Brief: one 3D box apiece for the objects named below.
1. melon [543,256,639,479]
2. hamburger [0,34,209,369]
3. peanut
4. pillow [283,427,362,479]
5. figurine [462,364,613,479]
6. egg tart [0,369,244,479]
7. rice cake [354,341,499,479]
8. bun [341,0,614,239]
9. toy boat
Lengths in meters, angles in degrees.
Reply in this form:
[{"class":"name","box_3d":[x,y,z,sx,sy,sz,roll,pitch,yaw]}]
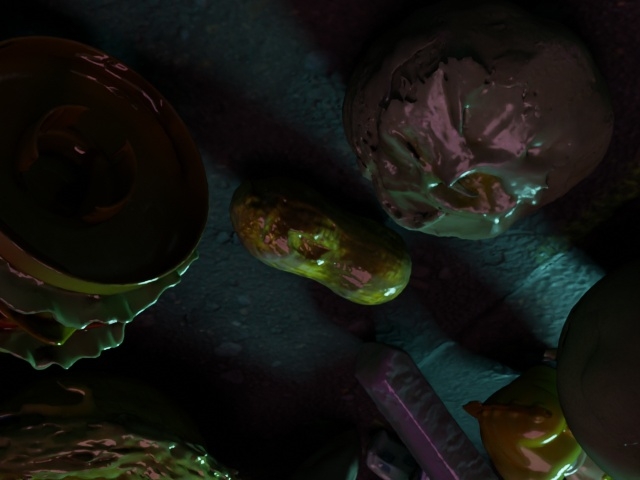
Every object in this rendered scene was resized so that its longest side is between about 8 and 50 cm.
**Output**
[{"class":"melon","box_3d":[0.384,0.138,1.393,0.330,0.268,0.268,8,140,6]},{"class":"hamburger","box_3d":[-0.249,-0.024,1.226,0.274,0.274,0.212,27,140,-26]},{"class":"peanut","box_3d":[0.000,0.000,1.381,0.206,0.087,0.087,26,134,-28]},{"class":"pillow","box_3d":[-0.038,0.326,1.705,0.067,0.173,0.270,41,130,-1]},{"class":"figurine","box_3d":[0.262,0.221,1.594,0.131,0.156,0.246,-7,149,42]},{"class":"egg tart","box_3d":[-0.263,0.269,1.642,0.387,0.169,0.388,1,143,1]},{"class":"rice cake","box_3d":[0.154,0.259,1.585,0.365,0.056,0.072,55,154,-14]},{"class":"bun","box_3d":[0.132,-0.095,1.222,0.239,0.141,0.239,3,141,3]},{"class":"toy boat","box_3d":[0.109,0.307,1.725,0.115,0.114,0.262,23,139,23]}]
